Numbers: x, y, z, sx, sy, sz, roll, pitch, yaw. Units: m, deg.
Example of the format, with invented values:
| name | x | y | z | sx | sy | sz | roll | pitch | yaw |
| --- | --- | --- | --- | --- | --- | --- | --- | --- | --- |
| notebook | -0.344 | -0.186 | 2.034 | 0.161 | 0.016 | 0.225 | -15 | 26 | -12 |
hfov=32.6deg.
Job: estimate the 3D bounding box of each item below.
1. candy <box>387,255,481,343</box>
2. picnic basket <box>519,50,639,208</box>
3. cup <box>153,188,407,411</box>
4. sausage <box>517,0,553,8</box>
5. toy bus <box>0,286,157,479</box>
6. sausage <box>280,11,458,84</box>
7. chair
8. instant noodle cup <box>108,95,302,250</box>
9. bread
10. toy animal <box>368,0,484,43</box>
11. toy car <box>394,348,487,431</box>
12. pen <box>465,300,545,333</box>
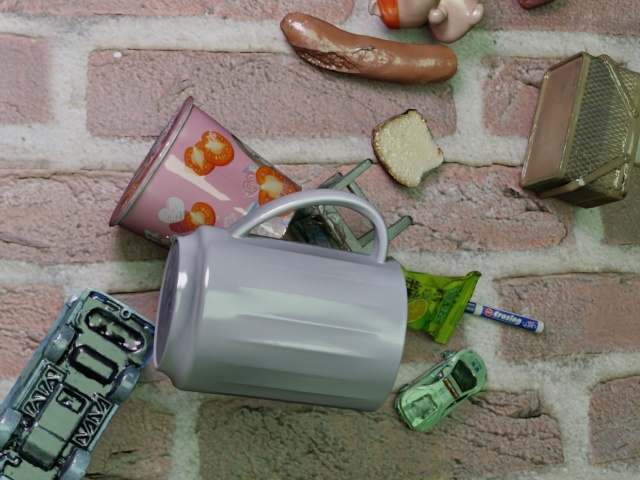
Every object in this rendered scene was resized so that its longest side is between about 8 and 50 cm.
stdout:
| name | x | y | z | sx | sy | sz | roll | pitch | yaw |
| --- | --- | --- | --- | --- | --- | --- | --- | --- | --- |
| candy | 0.160 | 0.103 | 1.861 | 0.246 | 0.069 | 0.149 | 14 | 113 | -30 |
| picnic basket | 0.477 | -0.198 | 1.985 | 0.139 | 0.165 | 0.267 | 17 | 79 | -14 |
| cup | -0.055 | 0.075 | 1.575 | 0.326 | 0.237 | 0.323 | 10 | 103 | -14 |
| sausage | 0.410 | -0.466 | 2.045 | 0.094 | 0.059 | 0.054 | -20 | 97 | -20 |
| toy bus | -0.383 | 0.235 | 1.661 | 0.152 | 0.190 | 0.312 | 33 | 76 | -11 |
| sausage | 0.083 | -0.330 | 1.921 | 0.326 | 0.079 | 0.087 | 9 | 93 | -15 |
| chair | 0.000 | 0.000 | 1.818 | 0.270 | 0.136 | 0.147 | -39 | 99 | -24 |
| instant noodle cup | -0.177 | -0.065 | 1.730 | 0.231 | 0.243 | 0.243 | 33 | 76 | -13 |
| bread | 0.152 | -0.161 | 1.946 | 0.126 | 0.044 | 0.129 | -34 | 92 | -25 |
| toy animal | 0.180 | -0.437 | 1.924 | 0.197 | 0.171 | 0.171 | 17 | 80 | -19 |
| toy car | 0.216 | 0.258 | 1.917 | 0.186 | 0.058 | 0.093 | -33 | 93 | -17 |
| pen | 0.312 | 0.133 | 1.975 | 0.204 | 0.025 | 0.025 | 16 | 80 | -15 |
